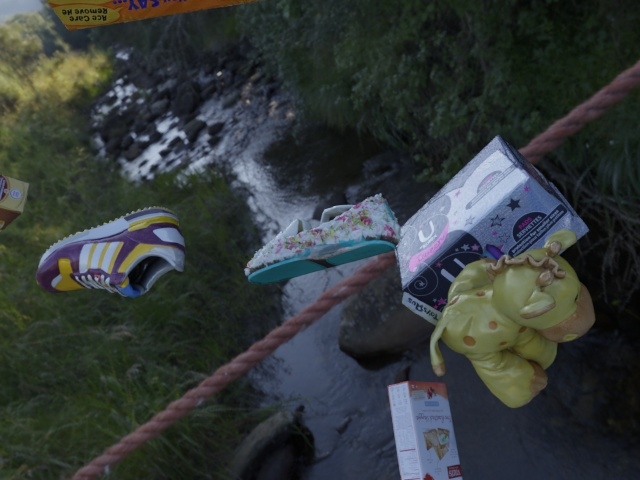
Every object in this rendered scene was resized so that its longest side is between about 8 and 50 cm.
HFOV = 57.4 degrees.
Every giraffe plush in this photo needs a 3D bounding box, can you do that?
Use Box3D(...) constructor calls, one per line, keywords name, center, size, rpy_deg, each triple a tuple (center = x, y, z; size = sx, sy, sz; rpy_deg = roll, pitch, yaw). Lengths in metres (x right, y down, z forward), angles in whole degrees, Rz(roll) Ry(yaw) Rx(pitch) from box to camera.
Box3D(name="giraffe plush", center=(0.227, 0.072, 0.663), size=(0.170, 0.210, 0.181), rpy_deg=(-43, 36, 47))

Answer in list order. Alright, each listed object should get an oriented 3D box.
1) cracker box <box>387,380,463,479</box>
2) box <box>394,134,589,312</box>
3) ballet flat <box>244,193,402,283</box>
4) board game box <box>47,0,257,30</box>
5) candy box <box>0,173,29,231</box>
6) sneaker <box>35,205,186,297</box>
Box3D(name="cracker box", center=(0.244, 0.450, 1.358), size=(0.067, 0.156, 0.232), rpy_deg=(-25, 62, 39))
Box3D(name="box", center=(0.247, -0.009, 0.907), size=(0.247, 0.142, 0.163), rpy_deg=(-46, 21, 23))
Box3D(name="ballet flat", center=(0.000, 0.000, 0.790), size=(0.241, 0.091, 0.077), rpy_deg=(-16, 67, 28))
Box3D(name="board game box", center=(-0.192, -0.523, 0.663), size=(0.357, 0.356, 0.356), rpy_deg=(-6, 65, 8))
Box3D(name="candy box", center=(-0.518, -0.072, 0.805), size=(0.109, 0.187, 0.053), rpy_deg=(-22, 59, 43))
Box3D(name="sneaker", center=(-0.239, 0.032, 0.656), size=(0.185, 0.069, 0.084), rpy_deg=(-25, 61, 12))
